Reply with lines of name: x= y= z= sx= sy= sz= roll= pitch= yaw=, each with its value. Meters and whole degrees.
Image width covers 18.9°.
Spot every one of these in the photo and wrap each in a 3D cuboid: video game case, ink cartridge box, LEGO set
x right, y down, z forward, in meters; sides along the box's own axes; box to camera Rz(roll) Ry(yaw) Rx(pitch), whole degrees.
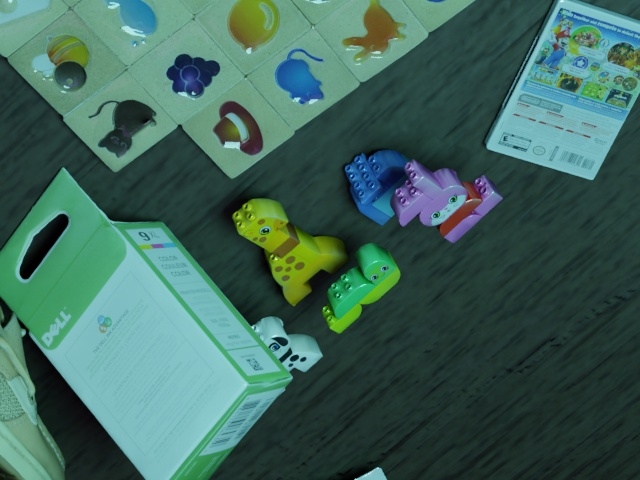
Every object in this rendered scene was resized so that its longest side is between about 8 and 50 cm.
video game case: x=0.177 y=-0.105 z=1.334 sx=0.087 sy=0.011 sz=0.122 roll=16 pitch=118 yaw=-18
ink cartridge box: x=-0.127 y=0.059 z=1.320 sx=0.109 sy=0.209 sz=0.062 roll=-51 pitch=158 yaw=23
LEGO set: x=0.000 y=0.000 z=1.322 sx=0.227 sy=0.087 sz=0.093 roll=-43 pitch=134 yaw=17

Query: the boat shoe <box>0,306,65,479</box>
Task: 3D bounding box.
boat shoe: x=-0.242 y=0.087 z=1.301 sx=0.122 sy=0.110 sz=0.341 roll=13 pitch=153 yaw=21

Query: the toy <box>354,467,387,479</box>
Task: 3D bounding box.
toy: x=-0.037 y=0.272 z=1.510 sx=0.237 sy=0.056 sz=0.137 roll=-26 pitch=119 yaw=1

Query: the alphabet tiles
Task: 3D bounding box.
alphabet tiles: x=-0.055 y=-0.198 z=1.235 sx=0.342 sy=0.011 sz=0.285 roll=-36 pitch=121 yaw=13
